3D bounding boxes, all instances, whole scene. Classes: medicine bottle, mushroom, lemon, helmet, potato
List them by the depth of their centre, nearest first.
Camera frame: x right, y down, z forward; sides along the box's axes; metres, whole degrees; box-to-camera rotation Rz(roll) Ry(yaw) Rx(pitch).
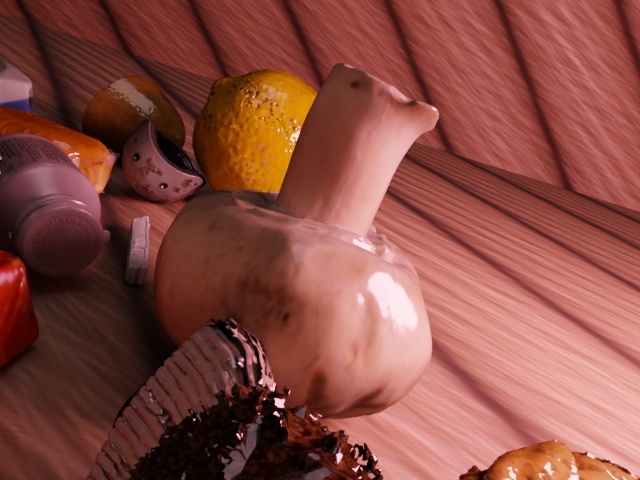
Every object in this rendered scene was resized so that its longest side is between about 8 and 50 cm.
[{"bbox_3d":[0.000,0.000,0.592,0.314,0.336,0.314,25,12,-6],"label":"mushroom"},{"bbox_3d":[-0.356,-0.043,0.724,0.135,0.135,0.215,-3,28,-41],"label":"medicine bottle"},{"bbox_3d":[-0.289,-0.128,1.017,0.153,0.107,0.177,47,-1,-11],"label":"helmet"},{"bbox_3d":[-0.087,-0.164,1.044,0.310,0.258,0.258,52,0,-33],"label":"lemon"},{"bbox_3d":[-0.360,-0.227,1.178,0.158,0.178,0.203,39,2,15],"label":"potato"}]

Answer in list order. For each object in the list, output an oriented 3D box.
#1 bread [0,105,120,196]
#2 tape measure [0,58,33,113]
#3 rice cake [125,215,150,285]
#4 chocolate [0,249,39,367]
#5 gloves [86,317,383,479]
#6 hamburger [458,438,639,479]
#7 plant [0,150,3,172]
[{"bbox_3d":[-0.476,-0.148,0.947,0.241,0.107,0.136,21,19,11],"label":"bread"},{"bbox_3d":[-0.726,-0.296,1.095,0.259,0.138,0.262,22,22,18],"label":"tape measure"},{"bbox_3d":[-0.257,0.010,0.804,0.029,0.033,0.171,10,22,-19],"label":"rice cake"},{"bbox_3d":[-0.402,0.063,0.466,0.237,0.108,0.235,20,23,6],"label":"chocolate"},{"bbox_3d":[-0.053,0.186,0.322,0.210,0.135,0.312,-33,37,-22],"label":"gloves"},{"bbox_3d":[0.193,0.256,0.350,0.283,0.145,0.259,40,30,28],"label":"hamburger"},{"bbox_3d":[-0.472,-0.067,0.638,0.256,0.142,0.164,-5,-11,33],"label":"plant"}]
